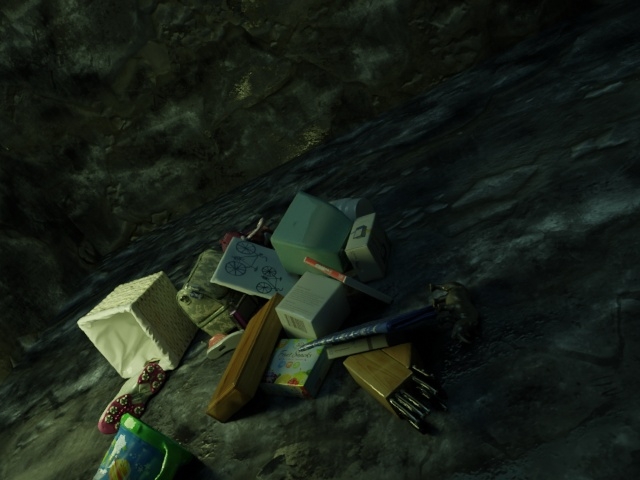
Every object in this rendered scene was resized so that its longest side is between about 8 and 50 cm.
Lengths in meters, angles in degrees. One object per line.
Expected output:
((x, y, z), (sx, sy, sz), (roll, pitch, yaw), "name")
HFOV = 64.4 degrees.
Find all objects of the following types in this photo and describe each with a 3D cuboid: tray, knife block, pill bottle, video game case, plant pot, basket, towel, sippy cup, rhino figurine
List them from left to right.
((-0.523, 0.651, 1.447), (0.224, 0.240, 0.305), (-58, -5, -25), "sippy cup")
((-0.729, 0.351, 2.097), (0.328, 0.331, 0.266), (-17, 23, 29), "basket")
((-0.230, 0.373, 1.674), (0.203, 0.076, 0.411), (-47, 14, 36), "tray")
((0.000, 0.000, 1.952), (0.252, 0.248, 0.247), (17, 62, 24), "plant pot")
((0.078, -0.094, 2.158), (0.283, 0.160, 0.160), (-8, 34, 42), "pill bottle")
((0.086, 0.131, 1.705), (0.285, 0.204, 0.025), (21, 85, 60), "video game case")
((0.132, 0.252, 1.412), (0.336, 0.040, 0.243), (-24, -12, 41), "towel")
((0.177, 0.380, 1.266), (0.275, 0.088, 0.242), (-19, 28, 26), "knife block")
((0.375, 0.195, 1.389), (0.106, 0.073, 0.243), (-10, 30, 4), "rhino figurine")

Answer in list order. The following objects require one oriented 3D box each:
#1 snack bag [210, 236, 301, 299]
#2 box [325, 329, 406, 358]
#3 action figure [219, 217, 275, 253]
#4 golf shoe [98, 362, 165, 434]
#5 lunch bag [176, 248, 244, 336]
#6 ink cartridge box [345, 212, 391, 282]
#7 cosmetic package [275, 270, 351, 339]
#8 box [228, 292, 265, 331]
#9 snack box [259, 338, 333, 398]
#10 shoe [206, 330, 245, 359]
((-0.234, 0.121, 2.037), (0.323, 0.342, 0.037), (-79, 7, -58), "snack bag")
((0.131, 0.294, 1.437), (0.186, 0.038, 0.145), (-20, -15, 26), "box")
((-0.368, 0.031, 2.343), (0.370, 0.276, 0.248), (18, 59, 42), "action figure")
((-0.712, 0.596, 1.897), (0.140, 0.115, 0.306), (-25, 17, 41), "golf shoe")
((-0.423, 0.201, 2.043), (0.212, 0.256, 0.305), (-37, 22, 29), "lunch bag")
((0.176, 0.025, 1.834), (0.093, 0.154, 0.212), (-16, 28, 28), "ink cartridge box")
((-0.020, 0.226, 1.656), (0.151, 0.151, 0.184), (16, 50, 34), "cosmetic package")
((-0.276, 0.273, 1.950), (0.029, 0.116, 0.162), (-14, 30, 36), "box")
((-0.073, 0.388, 1.560), (0.207, 0.070, 0.174), (-8, 37, 41), "snack box")
((-0.352, 0.373, 1.916), (0.178, 0.063, 0.081), (-32, 30, 11), "shoe")
